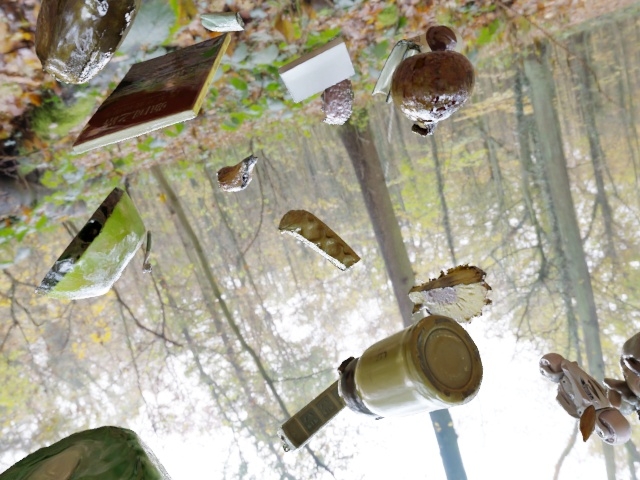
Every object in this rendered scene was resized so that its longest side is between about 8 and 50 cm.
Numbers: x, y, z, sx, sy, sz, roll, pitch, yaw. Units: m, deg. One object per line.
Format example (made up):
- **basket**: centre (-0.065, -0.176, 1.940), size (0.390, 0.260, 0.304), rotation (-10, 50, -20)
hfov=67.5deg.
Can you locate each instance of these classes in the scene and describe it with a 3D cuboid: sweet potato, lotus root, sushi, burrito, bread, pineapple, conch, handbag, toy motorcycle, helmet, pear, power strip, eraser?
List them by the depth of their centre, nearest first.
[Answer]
- **eraser**: centre (-0.007, -0.365, 1.033), size (0.150, 0.023, 0.104), rotation (-25, 155, 8)
- **sweet potato**: centre (0.580, 0.394, 1.041), size (0.034, 0.034, 0.095), rotation (-5, -144, 42)
- **lotus root**: centre (-0.508, -0.521, 1.058), size (0.397, 0.179, 0.196), rotation (-42, -136, 31)
- **toy motorcycle**: centre (0.622, 0.360, 1.137), size (0.112, 0.112, 0.254), rotation (-20, -141, -11)
- **bread**: centre (0.000, 0.000, 1.246), size (0.088, 0.232, 0.128), rotation (-55, -174, -2)
- **power strip**: centre (-0.003, 0.479, 1.331), size (0.272, 0.078, 0.052), rotation (-29, 160, -34)
- **burrito**: centre (-0.278, -0.619, 1.357), size (0.118, 0.044, 0.074), rotation (-2, 179, 4)
- **helmet**: centre (0.363, -0.580, 1.383), size (0.057, 0.111, 0.089), rotation (-12, -135, 57)
- **conch**: centre (-0.251, -0.192, 1.445), size (0.232, 0.080, 0.086), rotation (-7, 169, 42)
- **pear**: centre (-0.677, 0.038, 1.484), size (0.399, 0.165, 0.399), rotation (-44, -158, 23)
- **pineapple**: centre (0.432, 0.173, 1.514), size (0.334, 0.161, 0.158), rotation (-26, -166, 47)
- **sushi**: centre (0.054, -0.443, 1.552), size (0.107, 0.241, 0.161), rotation (-1, -132, -2)
- **handbag**: centre (0.369, -0.637, 1.750), size (0.160, 0.237, 0.358), rotation (35, -136, 17)

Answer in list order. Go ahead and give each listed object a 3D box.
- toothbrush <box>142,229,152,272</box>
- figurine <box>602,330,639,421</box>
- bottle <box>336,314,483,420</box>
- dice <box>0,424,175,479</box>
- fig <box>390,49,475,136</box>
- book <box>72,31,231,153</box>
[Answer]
- **toothbrush**: centre (-0.475, 0.026, 1.322), size (0.024, 0.018, 0.257), rotation (-4, -155, -17)
- **figurine**: centre (0.937, 0.402, 1.373), size (0.381, 0.248, 0.203), rotation (-58, 177, 33)
- **bottle**: centre (0.164, 0.289, 1.019), size (0.171, 0.172, 0.351), rotation (-28, 170, -37)
- **dice**: centre (-0.224, 0.384, 0.448), size (0.297, 0.287, 0.300), rotation (-32, -159, -28)
- **fig**: centre (0.312, -0.420, 1.318), size (0.235, 0.215, 0.235), rotation (-19, 174, -2)
- **book**: centre (-0.338, -0.324, 1.010), size (0.262, 0.028, 0.374), rotation (-12, -139, 13)
